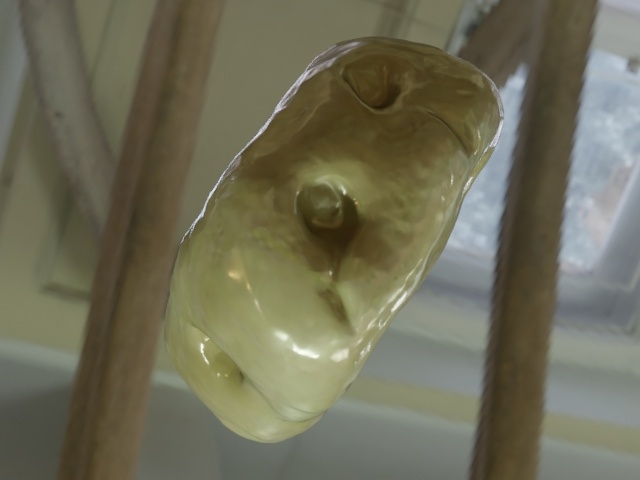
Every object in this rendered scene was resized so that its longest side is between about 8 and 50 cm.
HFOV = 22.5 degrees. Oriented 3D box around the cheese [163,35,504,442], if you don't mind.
[{"bbox_3d":[0.000,0.000,0.837,0.117,0.235,0.218,31,-168,3],"label":"cheese"}]
